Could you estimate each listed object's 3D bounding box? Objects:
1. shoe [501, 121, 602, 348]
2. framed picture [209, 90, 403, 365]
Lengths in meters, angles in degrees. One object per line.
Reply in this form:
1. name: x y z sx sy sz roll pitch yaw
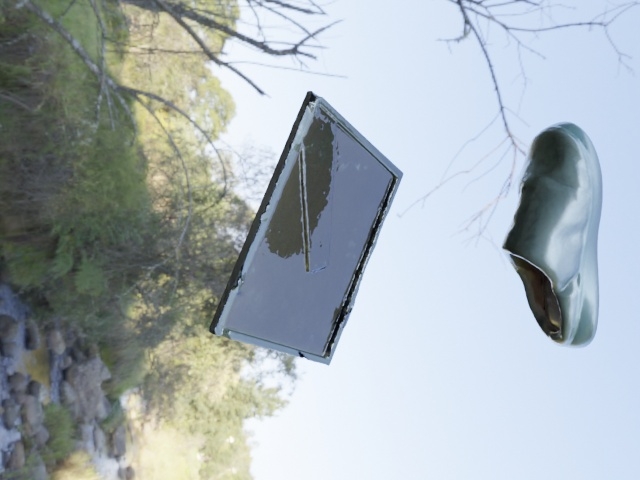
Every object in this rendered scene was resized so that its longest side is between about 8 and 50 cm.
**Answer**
1. shoe: 0.244 -0.001 0.560 0.103 0.100 0.251 -173 -104 -80
2. framed picture: 0.000 0.000 0.598 0.019 0.209 0.281 14 -102 42
